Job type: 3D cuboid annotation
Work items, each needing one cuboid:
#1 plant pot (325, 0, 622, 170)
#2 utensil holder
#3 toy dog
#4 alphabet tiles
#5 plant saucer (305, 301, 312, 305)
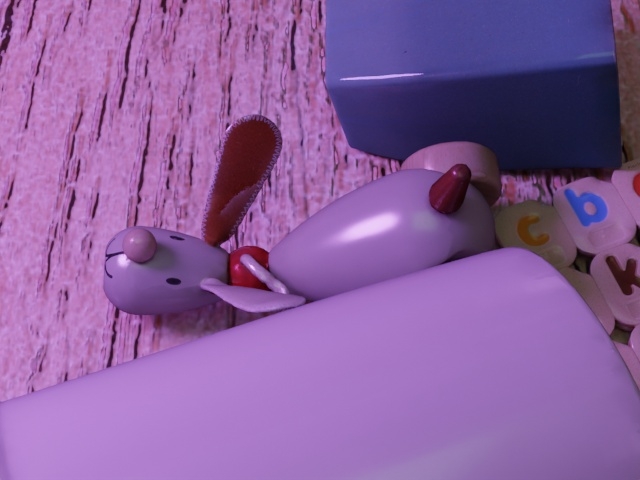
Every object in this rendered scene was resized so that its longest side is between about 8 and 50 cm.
[{"bbox_3d":[0.127,-0.159,1.111,0.234,0.166,0.165,-6,62,11],"label":"plant pot"},{"bbox_3d":[-0.005,0.201,0.831,0.385,0.327,0.328,-18,64,-10],"label":"utensil holder"},{"bbox_3d":[0.000,0.000,1.010,0.333,0.161,0.220,-23,63,-9],"label":"toy dog"},{"bbox_3d":[0.269,0.067,1.067,0.284,0.021,0.278,-21,64,-10],"label":"alphabet tiles"},{"bbox_3d":[0.021,0.041,1.088,0.083,0.013,0.083,0,63,0],"label":"plant saucer"}]
